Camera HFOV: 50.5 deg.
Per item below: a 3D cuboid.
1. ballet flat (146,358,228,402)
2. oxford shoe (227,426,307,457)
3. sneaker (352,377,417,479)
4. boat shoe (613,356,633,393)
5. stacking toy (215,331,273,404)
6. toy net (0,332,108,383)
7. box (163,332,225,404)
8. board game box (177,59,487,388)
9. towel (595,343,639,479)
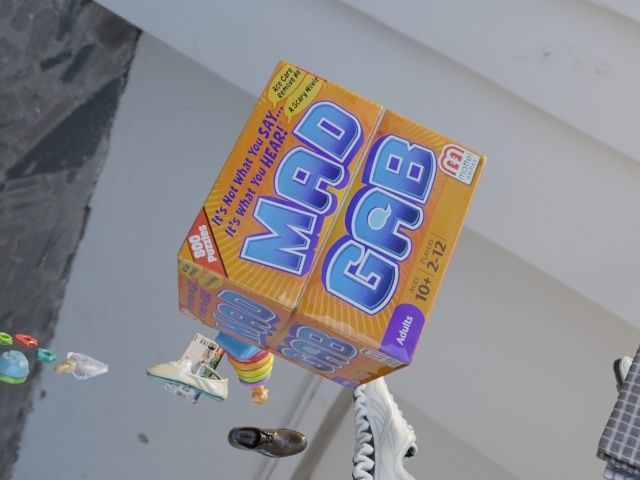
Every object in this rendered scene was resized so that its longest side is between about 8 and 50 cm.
[{"bbox_3d":[-0.349,0.362,1.823,0.248,0.086,0.086,30,93,-34],"label":"ballet flat"},{"bbox_3d":[-0.147,0.569,1.917,0.096,0.227,0.082,115,-22,-70],"label":"oxford shoe"},{"bbox_3d":[0.120,0.355,1.284,0.110,0.119,0.292,76,12,-49],"label":"sneaker"},{"bbox_3d":[0.800,0.394,1.744,0.081,0.227,0.069,-40,-164,-29],"label":"boat shoe"},{"bbox_3d":[-0.210,0.404,2.163,0.175,0.166,0.301,-28,126,-31],"label":"stacking toy"},{"bbox_3d":[-0.541,0.243,1.354,0.232,0.122,0.045,22,98,-44],"label":"toy net"},{"bbox_3d":[-0.390,0.399,2.128,0.207,0.114,0.036,-61,180,-43],"label":"box"},{"bbox_3d":[0.000,0.000,1.141,0.356,0.357,0.356,122,-8,-69],"label":"board game box"},{"bbox_3d":[0.592,0.280,1.065,0.283,0.235,0.121,-53,142,-26],"label":"towel"}]
